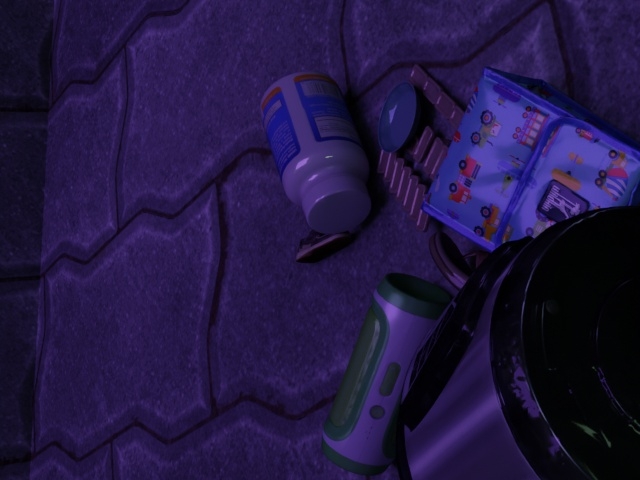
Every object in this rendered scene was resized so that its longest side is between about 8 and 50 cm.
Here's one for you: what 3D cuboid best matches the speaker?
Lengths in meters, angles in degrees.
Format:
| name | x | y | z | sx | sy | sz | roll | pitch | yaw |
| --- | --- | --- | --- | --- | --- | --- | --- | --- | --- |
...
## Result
| name | x | y | z | sx | sy | sz | roll | pitch | yaw |
| --- | --- | --- | --- | --- | --- | --- | --- | --- | --- |
| speaker | 0.099 | 0.204 | 1.823 | 0.131 | 0.131 | 0.296 | 43 | 118 | 53 |

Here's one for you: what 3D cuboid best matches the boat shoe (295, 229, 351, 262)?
| name | x | y | z | sx | sy | sz | roll | pitch | yaw |
| --- | --- | --- | --- | --- | --- | --- | --- | --- | --- |
| boat shoe | 0.000 | 0.000 | 2.094 | 0.152 | 0.056 | 0.049 | -27 | 65 | 52 |

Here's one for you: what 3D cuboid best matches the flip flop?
| name | x | y | z | sx | sy | sz | roll | pitch | yaw |
| --- | --- | --- | --- | --- | --- | --- | --- | --- | --- |
| flip flop | 0.245 | 0.065 | 1.663 | 0.080 | 0.112 | 0.277 | -47 | 36 | 4 |

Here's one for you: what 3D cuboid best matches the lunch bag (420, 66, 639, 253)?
| name | x | y | z | sx | sy | sz | roll | pitch | yaw |
| --- | --- | --- | --- | --- | --- | --- | --- | --- | --- |
| lunch bag | 0.309 | -0.066 | 1.590 | 0.293 | 0.138 | 0.221 | 40 | 115 | 40 |

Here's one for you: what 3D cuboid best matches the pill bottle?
| name | x | y | z | sx | sy | sz | roll | pitch | yaw |
| --- | --- | --- | --- | --- | --- | --- | --- | --- | --- |
| pill bottle | -0.003 | -0.147 | 2.047 | 0.152 | 0.152 | 0.272 | -52 | 42 | 37 |

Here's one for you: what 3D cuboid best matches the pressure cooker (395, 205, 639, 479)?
| name | x | y | z | sx | sy | sz | roll | pitch | yaw |
| --- | --- | --- | --- | --- | --- | --- | --- | --- | --- |
| pressure cooker | 0.277 | 0.205 | 1.284 | 0.420 | 0.370 | 0.375 | 121 | 145 | -59 |

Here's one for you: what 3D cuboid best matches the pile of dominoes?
| name | x | y | z | sx | sy | sz | roll | pitch | yaw |
| --- | --- | --- | --- | --- | --- | --- | --- | --- | --- |
| pile of dominoes | 0.172 | -0.145 | 1.901 | 0.196 | 0.040 | 0.251 | -67 | 27 | 22 |

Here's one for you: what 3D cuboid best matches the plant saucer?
| name | x | y | z | sx | sy | sz | roll | pitch | yaw |
| --- | --- | --- | --- | --- | --- | --- | --- | --- | --- |
| plant saucer | 0.131 | -0.197 | 1.936 | 0.119 | 0.021 | 0.119 | -37 | 46 | 53 |
